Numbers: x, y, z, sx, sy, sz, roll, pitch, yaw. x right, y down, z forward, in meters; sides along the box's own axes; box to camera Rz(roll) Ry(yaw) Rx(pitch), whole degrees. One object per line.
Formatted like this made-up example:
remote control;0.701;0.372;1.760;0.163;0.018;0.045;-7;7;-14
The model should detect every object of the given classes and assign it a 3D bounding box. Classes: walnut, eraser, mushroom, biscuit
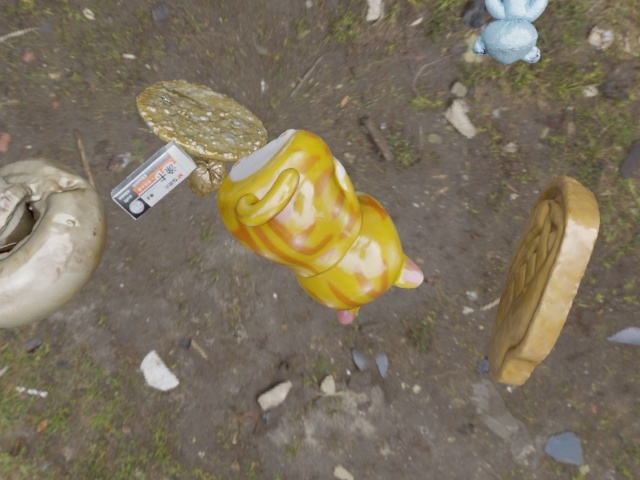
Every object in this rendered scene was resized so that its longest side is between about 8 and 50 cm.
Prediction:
walnut;-0.213;-0.122;1.342;0.082;0.096;0.079;46;69;-2
eraser;-0.243;-0.088;1.043;0.122;0.029;0.052;-41;123;3
mushroom;-0.478;-0.030;1.066;0.293;0.292;0.290;-28;139;-1
biscuit;0.156;0.030;0.523;0.029;0.220;0.142;15;66;8
biscuit;-0.186;-0.193;1.140;0.220;0.220;0.033;24;123;-8

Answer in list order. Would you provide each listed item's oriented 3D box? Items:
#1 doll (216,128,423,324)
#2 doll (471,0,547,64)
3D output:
doll;-0.005;-0.019;0.899;0.167;0.162;0.270;-24;137;36
doll;0.343;-0.400;1.262;0.120;0.075;0.179;14;93;19
